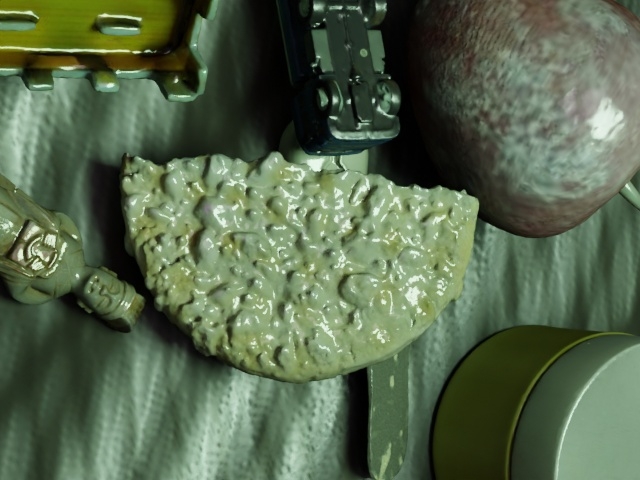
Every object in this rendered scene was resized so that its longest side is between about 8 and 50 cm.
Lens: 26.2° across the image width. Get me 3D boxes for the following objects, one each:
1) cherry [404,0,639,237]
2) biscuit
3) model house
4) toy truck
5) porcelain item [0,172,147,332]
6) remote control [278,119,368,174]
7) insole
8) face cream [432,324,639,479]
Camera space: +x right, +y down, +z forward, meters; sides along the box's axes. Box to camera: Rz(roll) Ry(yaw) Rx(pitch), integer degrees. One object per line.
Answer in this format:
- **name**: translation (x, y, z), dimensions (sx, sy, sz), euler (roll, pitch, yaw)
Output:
- **cherry**: translation (0.185, -0.109, 1.138), dimensions (0.213, 0.236, 0.285), euler (-42, 92, -20)
- **biscuit**: translation (-0.026, 0.022, 1.079), dimensions (0.281, 0.084, 0.179), euler (9, 93, -6)
- **model house**: translation (-0.176, -0.227, 0.947), dimensions (0.224, 0.215, 0.198), euler (-4, 132, -28)
- **toy truck**: translation (0.003, -0.168, 1.103), dimensions (0.074, 0.088, 0.201), euler (-5, 79, -29)
- **porcelain item**: translation (-0.218, 0.007, 1.022), dimensions (0.213, 0.054, 0.084), euler (35, 77, -26)
- **remote control**: translation (0.000, 0.000, 1.148), dimensions (0.078, 0.042, 0.221), euler (5, 89, -28)
- **insole**: translation (0.056, 0.085, 1.183), dimensions (0.081, 0.011, 0.248), euler (-7, 98, -57)
- **face cream**: translation (0.234, 0.187, 1.205), dimensions (0.218, 0.179, 0.218), euler (-1, 92, -29)
